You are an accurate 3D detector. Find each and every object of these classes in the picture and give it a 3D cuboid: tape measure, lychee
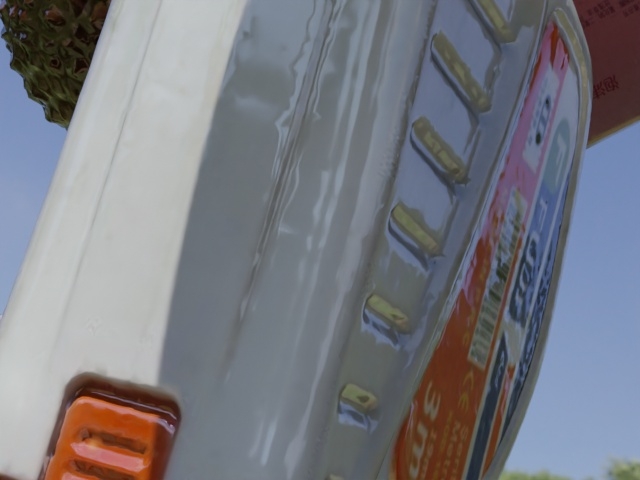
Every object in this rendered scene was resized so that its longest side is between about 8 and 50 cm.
[{"bbox_3d":[0.000,0.000,0.476,0.130,0.258,0.265,10,-12,23],"label":"tape measure"},{"bbox_3d":[-0.125,-0.156,0.921,0.238,0.200,0.200,48,-4,20],"label":"lychee"}]

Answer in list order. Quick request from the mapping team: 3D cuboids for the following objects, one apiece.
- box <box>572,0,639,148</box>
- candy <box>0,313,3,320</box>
[{"bbox_3d":[0.144,-0.115,0.634,0.156,0.111,0.060,-25,7,38],"label":"box"},{"bbox_3d":[-0.078,0.094,0.997,0.312,0.088,0.061,0,-53,-11],"label":"candy"}]
